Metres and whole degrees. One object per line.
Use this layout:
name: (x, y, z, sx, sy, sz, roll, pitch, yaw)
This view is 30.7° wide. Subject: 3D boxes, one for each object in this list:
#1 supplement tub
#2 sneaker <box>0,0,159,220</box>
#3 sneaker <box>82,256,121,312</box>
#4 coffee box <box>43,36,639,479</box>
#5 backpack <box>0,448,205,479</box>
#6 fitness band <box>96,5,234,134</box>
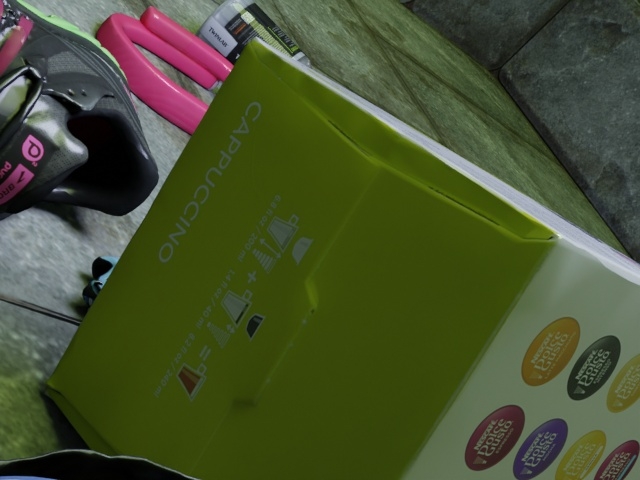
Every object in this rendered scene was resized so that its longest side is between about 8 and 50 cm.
supplement tub: (-0.096, -0.281, 1.818, 0.190, 0.117, 0.117, 46, 19, 0)
sneaker: (-0.301, -0.128, 0.994, 0.202, 0.185, 0.482, 51, 21, 27)
sneaker: (-0.184, 0.069, 1.058, 0.073, 0.063, 0.162, 17, 26, -22)
coffee box: (0.055, 0.098, 0.920, 0.334, 0.338, 0.338, 22, 13, -48)
backpack: (-0.120, 0.239, 0.570, 0.263, 0.276, 0.213, 37, 34, -16)
fitness band: (-0.183, -0.218, 1.620, 0.290, 0.054, 0.209, 30, 27, -35)
